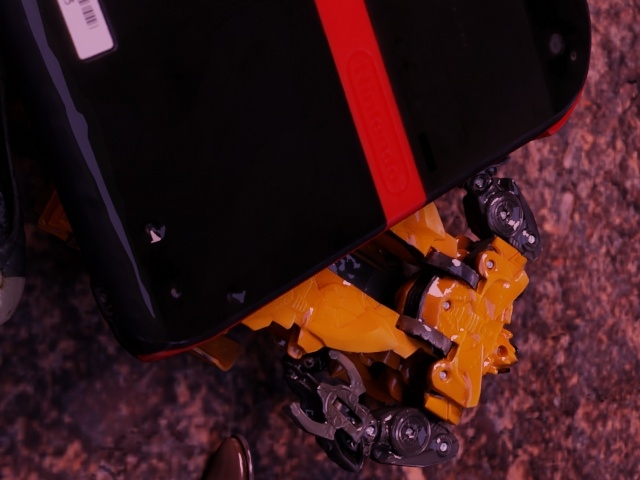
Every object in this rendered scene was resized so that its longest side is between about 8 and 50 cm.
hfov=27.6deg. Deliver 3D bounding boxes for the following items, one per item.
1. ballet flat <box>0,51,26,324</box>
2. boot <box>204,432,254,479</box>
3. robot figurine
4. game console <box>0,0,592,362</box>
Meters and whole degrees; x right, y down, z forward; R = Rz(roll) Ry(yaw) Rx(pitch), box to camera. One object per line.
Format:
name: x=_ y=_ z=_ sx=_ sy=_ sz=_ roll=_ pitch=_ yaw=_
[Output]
ballet flat: x=-0.172 y=-0.042 z=0.627 sx=0.057 sy=0.049 sz=0.173 roll=-11 pitch=97 yaw=-33
boot: x=-0.096 y=0.149 z=0.695 sx=0.114 sy=0.037 sz=0.106 roll=14 pitch=81 yaw=-29
robot figurine: x=0.000 y=0.000 z=0.725 sx=0.291 sy=0.085 sz=0.211 roll=35 pitch=72 yaw=-29
game console: x=-0.023 y=-0.182 z=0.620 sx=0.342 sy=0.060 sz=0.386 roll=-30 pitch=109 yaw=-32
